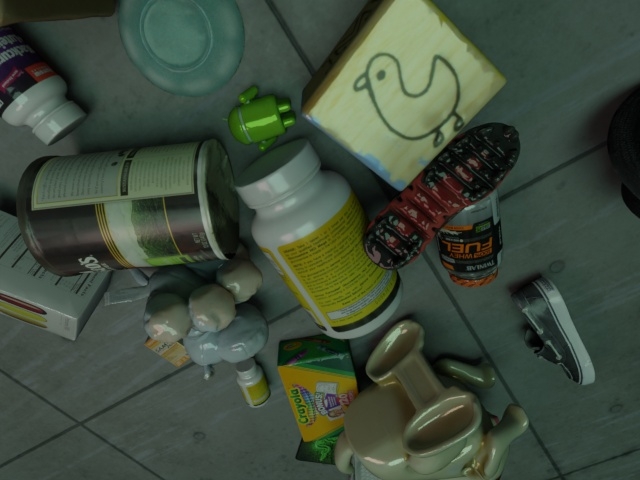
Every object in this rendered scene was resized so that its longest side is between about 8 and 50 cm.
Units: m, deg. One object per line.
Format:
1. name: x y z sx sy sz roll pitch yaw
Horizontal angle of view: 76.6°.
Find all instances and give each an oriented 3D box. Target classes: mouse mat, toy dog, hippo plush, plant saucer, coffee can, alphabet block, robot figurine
1. mouse mat: 0.020 0.572 1.143 0.153 0.007 0.189 11 118 -8
2. toy dog: 0.273 0.446 0.911 0.408 0.284 0.395 38 93 -32
3. hippo plush: -0.226 0.166 0.778 0.295 0.234 0.236 -13 118 5
4. plant saucer: -0.216 -0.317 0.620 0.195 0.037 0.194 -1 120 -2
5. coffee can: -0.294 -0.053 0.671 0.276 0.201 0.201 -6 119 2
6. alphabet block: 0.103 -0.224 0.593 0.193 0.193 0.197 33 113 -20
7. robot figurine: -0.100 -0.199 0.672 0.116 0.067 0.101 -16 127 7

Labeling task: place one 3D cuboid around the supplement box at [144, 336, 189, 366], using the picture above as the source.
1. supplement box: -0.340 0.238 0.927 0.062 0.036 0.098 -39 113 18

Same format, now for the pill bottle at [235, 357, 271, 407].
1. pill bottle: -0.164 0.338 0.972 0.065 0.065 0.116 -11 120 4

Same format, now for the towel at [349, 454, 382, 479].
1. towel: 0.242 0.692 1.188 0.318 0.053 0.331 -2 120 -2

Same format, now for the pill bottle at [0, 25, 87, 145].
1. pill bottle: -0.464 -0.243 0.613 0.108 0.108 0.193 -34 115 16

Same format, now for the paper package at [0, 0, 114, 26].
1. paper package: -0.353 -0.408 0.409 0.168 0.309 0.324 5 120 -7

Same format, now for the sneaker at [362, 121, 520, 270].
1. sneaker: 0.182 -0.072 0.634 0.097 0.135 0.276 45 112 3

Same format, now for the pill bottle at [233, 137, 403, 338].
1. pill bottle: 0.000 0.000 0.717 0.188 0.187 0.333 -26 117 12

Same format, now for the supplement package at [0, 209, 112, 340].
1. supplement package: -0.535 0.063 0.745 0.244 0.133 0.139 27 141 -15

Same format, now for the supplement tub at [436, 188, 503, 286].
1. supplement tub: 0.276 -0.013 0.759 0.117 0.117 0.190 -16 118 7

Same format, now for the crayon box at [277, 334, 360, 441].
1. crayon box: 0.010 0.356 0.978 0.166 0.081 0.278 -11 119 4

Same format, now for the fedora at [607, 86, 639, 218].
1. fedora: 0.627 -0.126 0.665 0.335 0.333 0.152 -10 154 4

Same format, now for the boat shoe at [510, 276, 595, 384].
1. boat shoe: 0.511 0.219 0.903 0.102 0.108 0.301 -29 114 14
